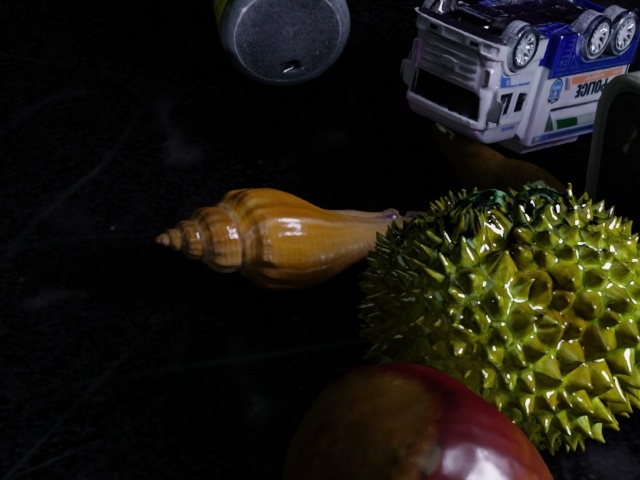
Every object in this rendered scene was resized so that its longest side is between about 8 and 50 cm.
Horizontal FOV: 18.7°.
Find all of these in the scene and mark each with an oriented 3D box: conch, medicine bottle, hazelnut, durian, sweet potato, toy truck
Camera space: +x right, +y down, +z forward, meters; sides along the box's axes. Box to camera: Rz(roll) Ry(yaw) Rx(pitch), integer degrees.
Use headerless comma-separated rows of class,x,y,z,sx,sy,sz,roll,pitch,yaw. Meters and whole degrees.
conch,0.000,0.005,1.805,0.330,0.093,0.109,6,-10,-28
medicine bottle,-0.058,-0.302,2.158,0.141,0.141,0.293,-5,38,-7
hazelnut,0.076,0.199,1.456,0.230,0.229,0.229,0,37,0
durian,0.167,0.066,1.626,0.291,0.224,0.291,-3,1,0
sweet potato,0.205,-0.037,1.878,0.067,0.067,0.274,-27,50,-31
toy truck,0.194,-0.166,1.913,0.124,0.155,0.268,28,26,32

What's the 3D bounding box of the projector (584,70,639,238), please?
projector,0.400,-0.025,1.701,0.249,0.248,0.248,-14,38,-22
